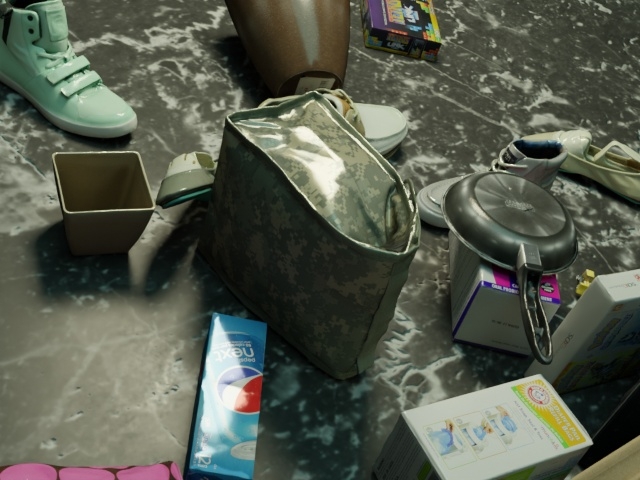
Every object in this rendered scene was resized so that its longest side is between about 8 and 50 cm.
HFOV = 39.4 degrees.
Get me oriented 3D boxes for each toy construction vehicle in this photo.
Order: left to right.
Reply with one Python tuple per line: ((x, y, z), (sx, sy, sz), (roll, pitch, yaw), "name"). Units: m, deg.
((0.419, 0.087, 1.308), (0.086, 0.035, 0.098), (20, 42, 0), "toy construction vehicle")

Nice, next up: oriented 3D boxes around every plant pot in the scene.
((-0.277, -0.040, 1.125), (0.109, 0.096, 0.109), (-4, 47, -24), "plant pot")
((-0.037, -0.336, 1.471), (0.216, 0.215, 0.230), (-1, 60, -22), "plant pot")

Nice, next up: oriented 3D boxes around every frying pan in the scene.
((0.237, 0.004, 1.154), (0.197, 0.053, 0.326), (25, 38, 6), "frying pan")

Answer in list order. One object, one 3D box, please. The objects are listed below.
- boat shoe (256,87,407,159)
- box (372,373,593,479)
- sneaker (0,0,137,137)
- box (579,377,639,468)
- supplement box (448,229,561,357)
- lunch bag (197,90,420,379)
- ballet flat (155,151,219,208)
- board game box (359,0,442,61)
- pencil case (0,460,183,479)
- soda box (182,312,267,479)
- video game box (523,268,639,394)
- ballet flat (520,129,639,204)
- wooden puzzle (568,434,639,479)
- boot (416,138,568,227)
((0.019, -0.173, 1.375), (0.302, 0.103, 0.113), (-16, 53, -34), "boat shoe")
((0.180, 0.239, 0.995), (0.203, 0.114, 0.103), (-9, 48, -29), "box")
((-0.367, -0.256, 1.277), (0.256, 0.151, 0.094), (31, 41, 10), "sneaker")
((0.530, 0.239, 1.086), (0.296, 0.182, 0.294), (40, 44, 20), "box")
((0.249, 0.036, 1.241), (0.111, 0.113, 0.220), (13, 41, -6), "supplement box")
((0.000, 0.000, 1.086), (0.169, 0.235, 0.287), (-21, 56, -35), "lunch bag")
((-0.168, -0.082, 1.174), (0.068, 0.072, 0.213), (69, 16, 0), "ballet flat")
((0.154, -0.426, 1.735), (0.141, 0.048, 0.170), (10, 43, -13), "board game box")
((-0.233, 0.251, 0.847), (0.210, 0.095, 0.098), (6, 19, -19), "pencil case")
((-0.103, 0.183, 0.976), (0.067, 0.071, 0.210), (12, 42, -9), "soda box")
((0.382, 0.113, 1.140), (0.187, 0.205, 0.048), (-6, 50, -26), "video game box")
((0.469, -0.146, 1.540), (0.249, 0.086, 0.086), (23, 42, 3), "ballet flat")
((0.369, 0.358, 0.876), (0.348, 0.080, 0.322), (-33, 53, 7), "wooden puzzle")
((0.265, -0.100, 1.379), (0.258, 0.123, 0.095), (-13, 52, -32), "boot")
